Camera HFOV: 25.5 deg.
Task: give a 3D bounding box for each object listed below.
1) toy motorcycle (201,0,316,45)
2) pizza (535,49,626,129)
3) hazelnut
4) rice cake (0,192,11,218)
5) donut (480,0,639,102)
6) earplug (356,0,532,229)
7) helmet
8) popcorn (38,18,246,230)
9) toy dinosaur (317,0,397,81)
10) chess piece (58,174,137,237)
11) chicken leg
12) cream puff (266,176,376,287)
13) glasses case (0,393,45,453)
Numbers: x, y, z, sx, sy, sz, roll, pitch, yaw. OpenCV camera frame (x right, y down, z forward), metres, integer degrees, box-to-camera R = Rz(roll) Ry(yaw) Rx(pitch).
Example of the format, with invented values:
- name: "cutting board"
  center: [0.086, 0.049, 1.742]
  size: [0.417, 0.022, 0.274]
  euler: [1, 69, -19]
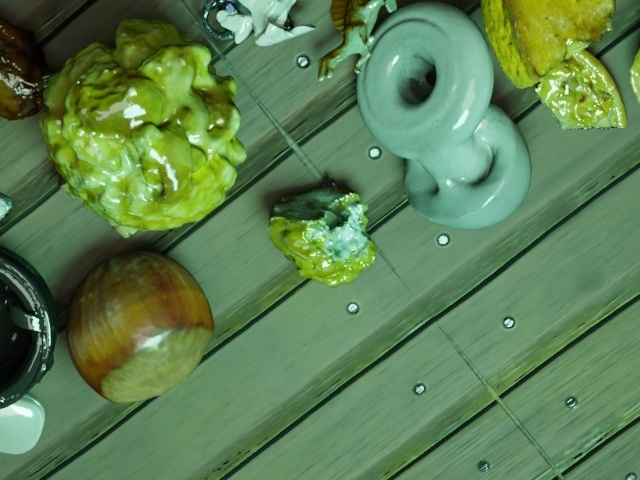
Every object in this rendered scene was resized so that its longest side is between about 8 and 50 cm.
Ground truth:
- name: "toy motorcycle"
  center: [-0.056, -0.351, 1.875]
  size: [0.150, 0.102, 0.221]
  euler: [26, 103, 0]
- name: "pizza"
  center: [0.366, -0.206, 1.989]
  size: [0.099, 0.036, 0.160]
  euler: [-37, 107, 6]
- name: "hazelnut"
  center: [-0.254, 0.114, 1.961]
  size: [0.214, 0.176, 0.214]
  euler: [0, 79, 3]
- name: "rice cake"
  center: [-0.520, -0.097, 1.940]
  size: [0.211, 0.034, 0.043]
  euler: [38, 97, -14]
- name: "donut"
  center: [0.408, -0.354, 1.853]
  size: [0.435, 0.163, 0.377]
  euler: [13, 88, -20]
- name: "earplug"
  center: [0.173, -0.164, 1.920]
  size: [0.214, 0.175, 0.325]
  euler: [-13, 108, 39]
- name: "helmet"
  center: [-0.483, 0.100, 1.940]
  size: [0.279, 0.160, 0.230]
  euler: [32, 102, 1]
- name: "popcorn"
  center: [-0.223, -0.140, 1.831]
  size: [0.282, 0.247, 0.282]
  euler: [-4, 97, -33]
- name: "toy dinosaur"
  center: [0.059, -0.322, 1.902]
  size: [0.057, 0.142, 0.212]
  euler: [24, 64, -40]
- name: "chess piece"
  center: [-0.299, -0.060, 1.961]
  size: [0.066, 0.066, 0.122]
  euler: [-43, 113, 8]
- name: "chicken leg"
  center: [-0.463, -0.294, 1.864]
  size: [0.113, 0.093, 0.304]
  euler: [-36, 100, 1]
- name: "cream puff"
  center: [0.001, 0.001, 1.968]
  size: [0.121, 0.156, 0.156]
  euler: [-12, 112, 36]
- name: "glasses case"
  center: [-0.513, 0.240, 2.031]
  size: [0.233, 0.059, 0.092]
  euler: [20, 103, -12]
